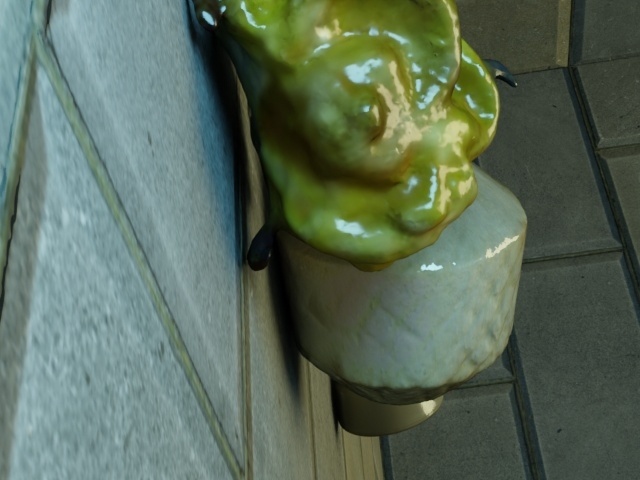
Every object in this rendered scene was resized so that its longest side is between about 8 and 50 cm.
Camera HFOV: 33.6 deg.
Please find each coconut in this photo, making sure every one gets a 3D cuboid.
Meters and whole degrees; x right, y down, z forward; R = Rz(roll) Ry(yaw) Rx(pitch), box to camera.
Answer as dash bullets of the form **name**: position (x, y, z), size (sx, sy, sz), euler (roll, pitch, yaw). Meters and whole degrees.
- **coconut**: position (0.087, 0.008, 1.194), size (0.329, 0.329, 0.328), euler (-8, 90, -86)

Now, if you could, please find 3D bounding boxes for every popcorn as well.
- **popcorn**: position (0.037, -0.121, 0.905), size (0.316, 0.281, 0.297), euler (97, -27, -53)

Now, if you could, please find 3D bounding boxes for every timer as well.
- **timer**: position (0.080, 0.155, 1.684), size (0.175, 0.175, 0.266), euler (-85, 160, -73)
